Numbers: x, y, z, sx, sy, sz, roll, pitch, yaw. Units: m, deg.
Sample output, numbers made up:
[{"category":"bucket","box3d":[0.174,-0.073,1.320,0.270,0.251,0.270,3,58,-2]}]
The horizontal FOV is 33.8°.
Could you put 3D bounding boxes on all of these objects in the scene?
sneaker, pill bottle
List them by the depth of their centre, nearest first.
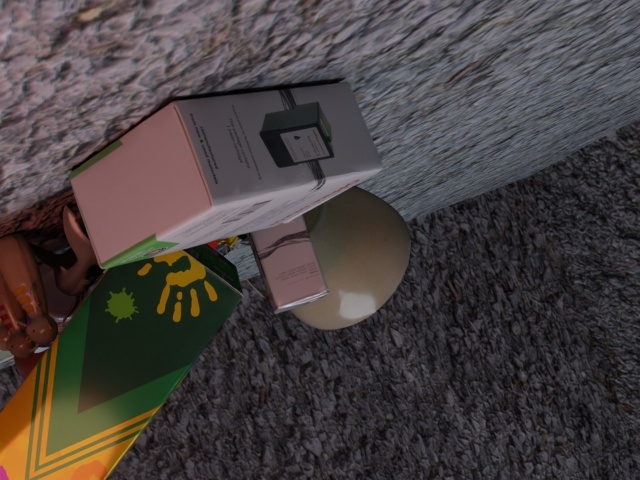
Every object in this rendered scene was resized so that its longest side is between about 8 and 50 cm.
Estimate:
[{"category":"pill bottle","box3d":[-0.463,0.119,1.774,0.108,0.108,0.193,-18,164,-36]},{"category":"sneaker","box3d":[-0.199,0.006,2.112,0.228,0.086,0.132,-31,171,-3]}]

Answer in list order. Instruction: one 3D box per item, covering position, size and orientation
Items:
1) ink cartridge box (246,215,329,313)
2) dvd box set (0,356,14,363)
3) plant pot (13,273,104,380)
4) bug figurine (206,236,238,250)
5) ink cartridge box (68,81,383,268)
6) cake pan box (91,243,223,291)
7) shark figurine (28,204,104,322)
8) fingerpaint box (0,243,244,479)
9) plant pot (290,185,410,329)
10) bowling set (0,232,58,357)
[{"category":"ink cartridge box","box3d":[-0.067,0.003,1.723,0.092,0.218,0.158,-21,175,-7]},{"category":"dvd box set","box3d":[-0.805,0.259,2.342,0.307,0.062,0.420,-25,174,40]},{"category":"plant pot","box3d":[-0.500,0.223,2.228,0.272,0.272,0.265,-17,-179,-44]},{"category":"bug figurine","box3d":[-0.250,0.093,1.836,0.279,0.072,0.216,-53,162,-27]},{"category":"ink cartridge box","box3d":[-0.103,-0.078,1.205,0.211,0.122,0.289,-26,174,41]},{"category":"cake pan box","box3d":[-0.341,0.068,1.965,0.245,0.070,0.267,-25,-175,41]},{"category":"shark figurine","box3d":[-0.358,0.026,1.477,0.166,0.116,0.278,-54,-173,-4]},{"category":"fingerpaint box","box3d":[-0.278,0.158,1.471,0.371,0.163,0.445,-53,-174,-2]},{"category":"plant pot","box3d":[0.000,0.000,1.976,0.284,0.284,0.191,-23,140,23]},{"category":"bowling set","box3d":[-0.493,0.112,1.452,0.199,0.154,0.287,-19,175,-27]}]
